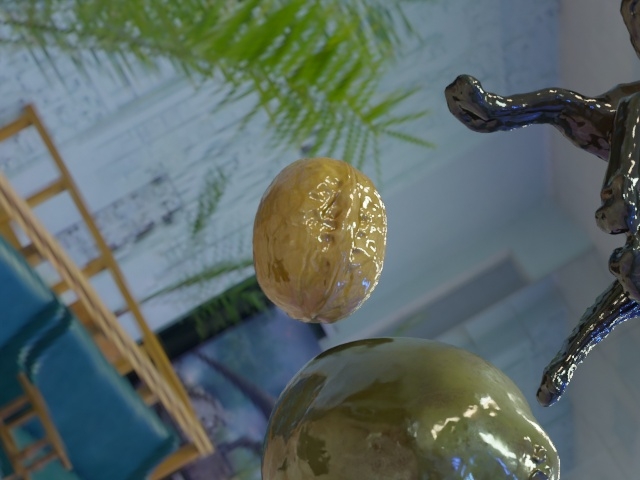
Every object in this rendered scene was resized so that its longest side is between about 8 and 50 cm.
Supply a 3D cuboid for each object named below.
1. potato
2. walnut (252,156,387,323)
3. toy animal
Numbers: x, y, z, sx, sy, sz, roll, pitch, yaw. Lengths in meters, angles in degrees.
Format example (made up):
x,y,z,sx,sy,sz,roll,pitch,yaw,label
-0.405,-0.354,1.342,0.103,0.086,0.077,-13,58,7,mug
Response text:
x,y,z,sx,sy,sz,roll,pitch,yaw,label
0.071,0.196,1.162,0.243,0.221,0.326,17,-8,-3,potato
0.000,0.000,1.496,0.159,0.159,0.206,68,27,-57,walnut
0.157,-0.011,0.601,0.084,0.148,0.232,-24,-101,50,toy animal
